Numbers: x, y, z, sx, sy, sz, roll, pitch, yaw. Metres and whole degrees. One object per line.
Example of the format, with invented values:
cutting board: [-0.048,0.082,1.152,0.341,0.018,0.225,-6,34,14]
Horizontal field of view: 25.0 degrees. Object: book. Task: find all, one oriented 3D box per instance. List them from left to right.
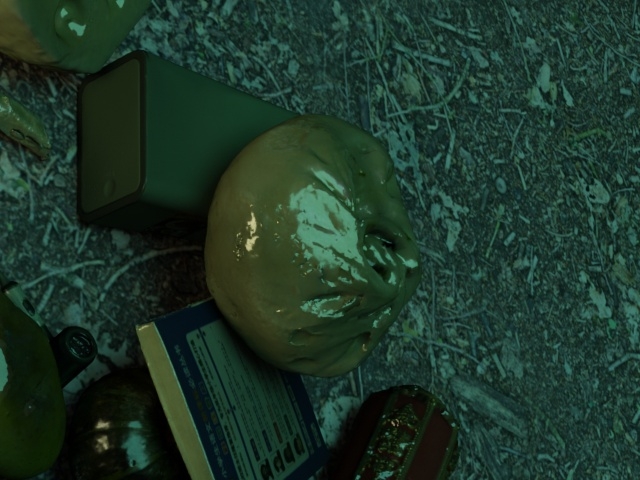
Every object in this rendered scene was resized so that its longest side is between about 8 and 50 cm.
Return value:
book: [-0.106,0.219,1.979,0.300,0.039,0.428,69,17,1]

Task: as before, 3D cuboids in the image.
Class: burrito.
burrito: [-0.420,-0.167,1.957,0.149,0.041,0.055,35,67,-34]

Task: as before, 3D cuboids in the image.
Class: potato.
potato: [-0.400,0.178,1.779,0.169,0.143,0.248,-35,108,-49]

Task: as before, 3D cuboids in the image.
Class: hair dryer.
hair dryer: [-0.375,0.099,1.875,0.198,0.100,0.057,52,37,5]

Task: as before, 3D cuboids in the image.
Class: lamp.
lamp: [0.109,0.348,2.179,0.177,0.177,0.274,46,46,-21]

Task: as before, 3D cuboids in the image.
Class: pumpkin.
pumpkin: [-0.233,0.271,1.889,0.223,0.157,0.224,40,39,-42]

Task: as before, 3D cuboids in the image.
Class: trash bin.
trash bin: [-0.165,-0.113,2.094,0.343,0.158,0.223,14,66,-40]

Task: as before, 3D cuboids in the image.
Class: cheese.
cheese: [-0.347,-0.381,1.952,0.326,0.115,0.318,-17,120,-61]

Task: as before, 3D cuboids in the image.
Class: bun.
bun: [0.000,0.000,1.987,0.326,0.234,0.362,29,70,-40]
